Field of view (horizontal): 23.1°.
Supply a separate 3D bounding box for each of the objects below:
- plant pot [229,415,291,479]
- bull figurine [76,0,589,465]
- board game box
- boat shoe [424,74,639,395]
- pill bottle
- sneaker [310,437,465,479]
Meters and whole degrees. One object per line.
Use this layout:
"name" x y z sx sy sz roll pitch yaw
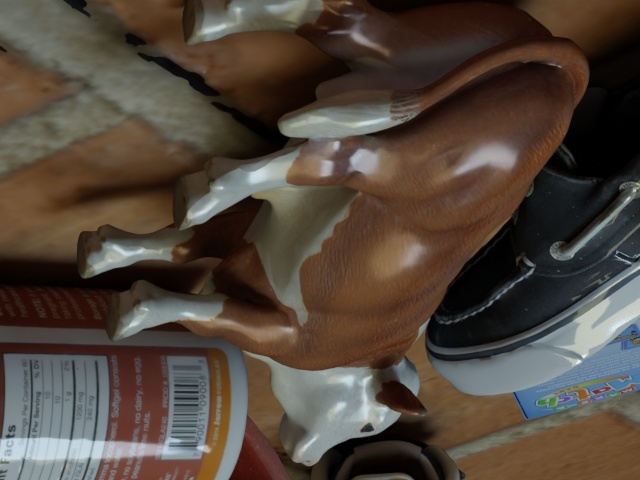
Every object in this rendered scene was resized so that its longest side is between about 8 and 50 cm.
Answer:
"plant pot" -0.187 0.232 1.000 0.272 0.273 0.265 5 160 -33
"bull figurine" 0.000 0.000 0.722 0.188 0.101 0.310 2 142 -24
"board game box" 0.192 0.055 1.021 0.160 0.039 0.211 -16 154 9
"boat shoe" 0.137 -0.026 0.746 0.102 0.108 0.301 38 135 -16
"pill bottle" -0.157 0.083 0.822 0.216 0.121 0.121 4 151 -31
"sneaker" 0.056 0.214 1.229 0.126 0.128 0.321 -5 180 -1
